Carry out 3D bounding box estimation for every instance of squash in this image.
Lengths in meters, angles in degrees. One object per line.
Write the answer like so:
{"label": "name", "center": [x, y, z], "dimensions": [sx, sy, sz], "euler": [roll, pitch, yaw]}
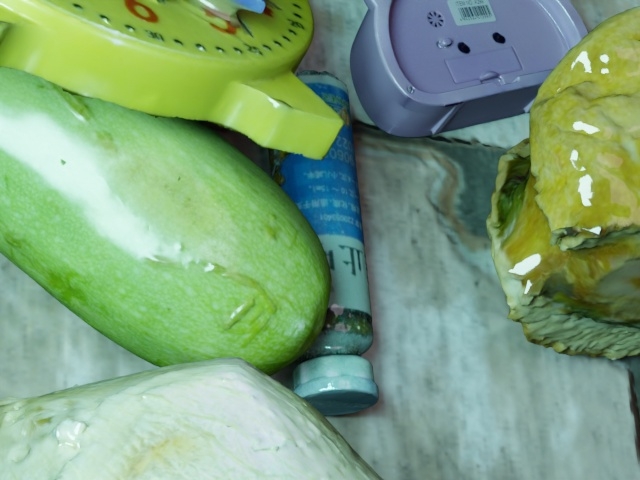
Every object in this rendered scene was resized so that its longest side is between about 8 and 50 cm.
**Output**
{"label": "squash", "center": [-0.153, -0.058, 0.783], "dimensions": [0.371, 0.118, 0.118], "euler": [38, 57, -3]}

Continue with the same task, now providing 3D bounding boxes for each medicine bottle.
{"label": "medicine bottle", "center": [0.000, 0.000, 0.863], "dimensions": [0.051, 0.051, 0.191], "euler": [4, 64, -23]}

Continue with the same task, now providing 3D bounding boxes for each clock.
{"label": "clock", "center": [0.085, -0.127, 0.962], "dimensions": [0.153, 0.050, 0.110], "euler": [-14, 73, -30]}
{"label": "clock", "center": [-0.123, -0.166, 0.794], "dimensions": [0.277, 0.071, 0.293], "euler": [9, 34, -41]}

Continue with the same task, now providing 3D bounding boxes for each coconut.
{"label": "coconut", "center": [-0.067, 0.162, 0.659], "dimensions": [0.230, 0.227, 0.227], "euler": [39, 57, -5]}

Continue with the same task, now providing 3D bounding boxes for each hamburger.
{"label": "hamburger", "center": [0.242, -0.050, 0.934], "dimensions": [0.330, 0.162, 0.209], "euler": [3, 63, -21]}
